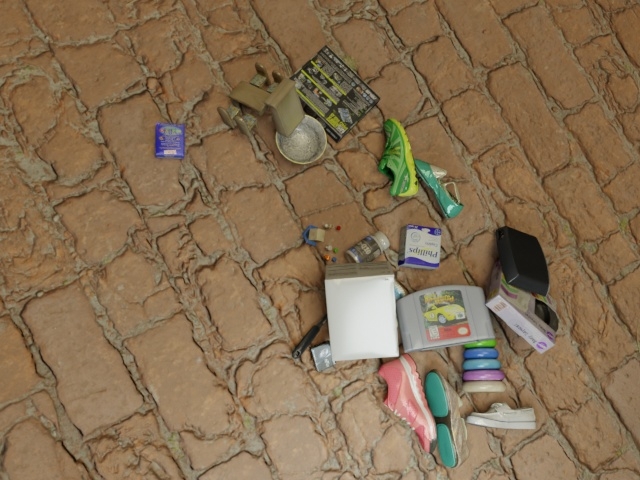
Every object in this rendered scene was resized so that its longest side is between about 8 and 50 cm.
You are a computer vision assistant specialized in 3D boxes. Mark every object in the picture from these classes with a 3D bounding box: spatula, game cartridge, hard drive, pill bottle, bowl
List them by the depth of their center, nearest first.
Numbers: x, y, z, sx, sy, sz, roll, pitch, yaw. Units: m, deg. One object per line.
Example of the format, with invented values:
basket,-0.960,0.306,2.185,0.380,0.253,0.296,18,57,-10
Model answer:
spatula,0.008,0.261,1.835,0.084,0.030,0.296,45,74,-12
game cartridge,0.397,0.245,1.856,0.294,0.060,0.196,-9,64,0
pill bottle,0.155,0.031,1.888,0.137,0.078,0.078,-34,89,-17
bowl,-0.070,-0.324,1.900,0.170,0.080,0.170,3,78,-13
hard drive,0.693,0.062,1.955,0.172,0.054,0.254,19,43,-13

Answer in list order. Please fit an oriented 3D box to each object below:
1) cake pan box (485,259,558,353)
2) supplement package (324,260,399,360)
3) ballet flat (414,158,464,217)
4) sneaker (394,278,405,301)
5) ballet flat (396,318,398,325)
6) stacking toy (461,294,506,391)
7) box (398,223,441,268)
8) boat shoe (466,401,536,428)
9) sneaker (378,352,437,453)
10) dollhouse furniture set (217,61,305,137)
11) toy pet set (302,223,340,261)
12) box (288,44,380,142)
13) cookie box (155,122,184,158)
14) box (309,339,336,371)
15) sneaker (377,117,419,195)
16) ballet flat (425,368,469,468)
cake pan box,0.678,0.213,1.917,0.267,0.070,0.245,42,39,-4
supplement package,0.123,0.211,1.736,0.204,0.145,0.261,-5,104,2
ballet flat,0.416,-0.196,1.984,0.087,0.083,0.247,-33,92,23
sneaker,0.207,0.142,1.889,0.073,0.063,0.162,-41,90,-13
ballet flat,0.148,0.206,1.857,0.248,0.086,0.086,38,74,-9
stacking toy,0.532,0.334,1.904,0.141,0.141,0.330,4,73,-12
box,0.335,0.024,1.935,0.126,0.072,0.137,8,79,-11
boat shoe,0.594,0.575,1.892,0.258,0.095,0.084,10,73,-22
sneaker,0.272,0.526,1.824,0.136,0.116,0.313,-17,80,-2
dollhouse furniture set,-0.186,-0.452,1.811,0.242,0.161,0.212,30,73,23
toy pet set,0.000,0.000,1.880,0.114,0.065,0.122,18,76,-45
box,0.038,-0.504,1.971,0.270,0.060,0.216,43,74,-2
cookie box,-0.479,-0.316,1.823,0.092,0.040,0.107,1,79,-13
box,0.008,0.365,1.810,0.067,0.018,0.083,-18,102,-16
sneaker,0.249,-0.287,1.948,0.124,0.109,0.295,-13,69,8
ballet flat,0.415,0.565,1.851,0.106,0.107,0.316,-6,86,-34
